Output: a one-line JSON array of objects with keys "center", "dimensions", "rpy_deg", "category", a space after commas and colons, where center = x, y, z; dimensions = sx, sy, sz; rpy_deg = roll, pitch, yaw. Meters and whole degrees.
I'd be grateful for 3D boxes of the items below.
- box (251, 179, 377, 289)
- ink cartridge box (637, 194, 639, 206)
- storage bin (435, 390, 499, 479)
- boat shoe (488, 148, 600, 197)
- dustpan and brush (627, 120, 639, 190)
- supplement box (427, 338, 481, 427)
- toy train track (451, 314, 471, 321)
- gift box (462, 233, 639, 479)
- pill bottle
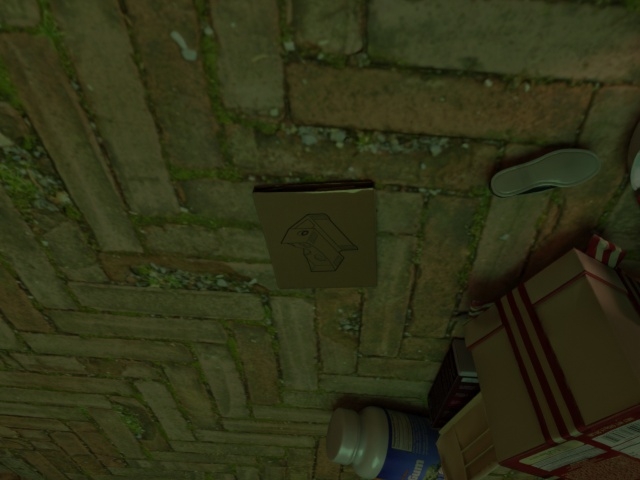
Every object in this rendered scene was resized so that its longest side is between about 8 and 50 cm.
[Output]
[{"center": [0.000, 0.000, 0.669], "dimensions": [0.164, 0.021, 0.201], "rpy_deg": [-2, 135, 6], "category": "box"}, {"center": [0.584, 0.009, 0.512], "dimensions": [0.309, 0.130, 0.272], "rpy_deg": [-30, 116, 33], "category": "ink cartridge box"}, {"center": [0.391, 0.375, 0.849], "dimensions": [0.262, 0.123, 0.261], "rpy_deg": [6, 133, -17], "category": "storage bin"}, {"center": [0.271, -0.080, 0.559], "dimensions": [0.125, 0.038, 0.046], "rpy_deg": [-17, 90, 12], "category": "boat shoe"}, {"center": [0.390, -0.134, 0.481], "dimensions": [0.147, 0.060, 0.211], "rpy_deg": [-31, 126, 29], "category": "dustpan and brush"}, {"center": [0.302, 0.292, 0.901], "dimensions": [0.130, 0.073, 0.240], "rpy_deg": [3, 134, -1], "category": "supplement box"}, {"center": [0.266, 0.124, 0.781], "dimensions": [0.083, 0.014, 0.048], "rpy_deg": [-18, 138, 28], "category": "toy train track"}, {"center": [0.367, 0.166, 0.639], "dimensions": [0.276, 0.258, 0.255], "rpy_deg": [28, 129, -21], "category": "gift box"}, {"center": [0.157, 0.461, 1.024], "dimensions": [0.271, 0.152, 0.152], "rpy_deg": [16, 134, -12], "category": "pill bottle"}]
